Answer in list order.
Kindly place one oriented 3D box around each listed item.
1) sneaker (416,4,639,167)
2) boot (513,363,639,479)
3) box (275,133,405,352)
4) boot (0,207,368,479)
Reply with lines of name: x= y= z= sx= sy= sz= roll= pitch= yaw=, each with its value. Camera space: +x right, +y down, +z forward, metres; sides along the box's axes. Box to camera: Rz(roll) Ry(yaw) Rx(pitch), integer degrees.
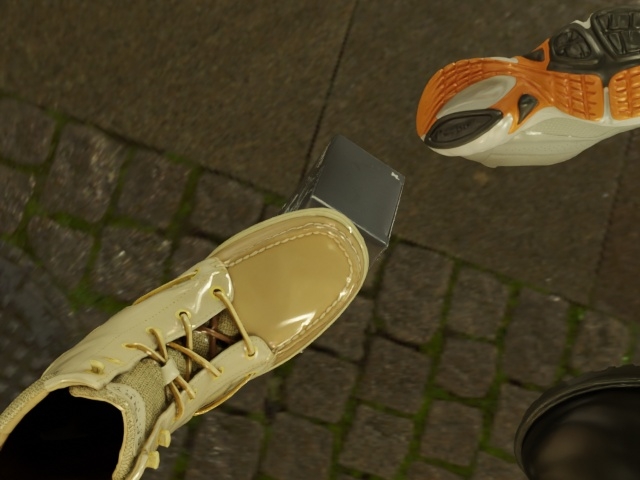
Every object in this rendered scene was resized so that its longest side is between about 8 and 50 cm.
sneaker: x=0.218 y=-0.118 z=1.083 sx=0.121 sy=0.262 sz=0.099 roll=22 pitch=67 yaw=-50
boot: x=0.281 y=0.215 z=1.056 sx=0.260 sy=0.348 sz=0.131 roll=-46 pitch=115 yaw=-49
box: x=0.000 y=0.000 z=1.321 sx=0.093 sy=0.156 sz=0.158 roll=34 pitch=118 yaw=-8
boot: x=-0.089 y=0.076 z=0.816 sx=0.262 sy=0.203 sz=0.095 roll=-28 pitch=95 yaw=8
